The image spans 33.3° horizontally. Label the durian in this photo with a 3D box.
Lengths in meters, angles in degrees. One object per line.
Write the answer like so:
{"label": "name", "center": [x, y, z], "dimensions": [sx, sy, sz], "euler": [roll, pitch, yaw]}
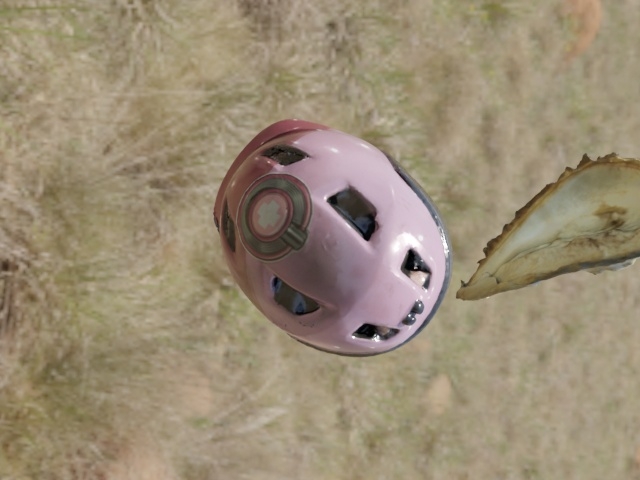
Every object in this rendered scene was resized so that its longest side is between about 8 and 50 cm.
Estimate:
{"label": "durian", "center": [0.125, 0.002, 0.503], "dimensions": [0.052, 0.130, 0.066], "euler": [45, 40, -34]}

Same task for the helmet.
{"label": "helmet", "center": [0.000, 0.000, 1.001], "dimensions": [0.198, 0.253, 0.154], "euler": [-56, 173, 11]}
